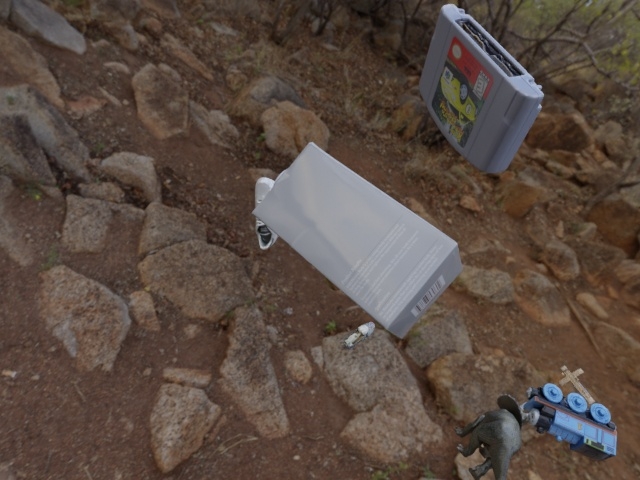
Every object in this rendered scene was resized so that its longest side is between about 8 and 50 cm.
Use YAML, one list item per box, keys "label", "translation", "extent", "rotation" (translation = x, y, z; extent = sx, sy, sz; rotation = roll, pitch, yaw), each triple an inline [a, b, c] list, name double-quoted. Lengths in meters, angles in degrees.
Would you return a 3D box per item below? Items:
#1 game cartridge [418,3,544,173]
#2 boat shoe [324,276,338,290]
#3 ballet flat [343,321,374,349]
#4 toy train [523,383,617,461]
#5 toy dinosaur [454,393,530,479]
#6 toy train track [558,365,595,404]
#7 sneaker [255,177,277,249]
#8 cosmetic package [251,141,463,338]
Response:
- label: "game cartridge"
  translation: [0.280, -0.277, 0.816]
  extent: [0.196, 0.060, 0.294]
  rotation: [90, -19, -55]
- label: "boat shoe"
  translation: [0.000, 0.000, 1.258]
  extent: [0.110, 0.104, 0.307]
  rotation: [16, 42, -62]
- label: "ballet flat"
  translation: [0.113, 0.277, 1.274]
  extent: [0.041, 0.114, 0.041]
  rotation: [50, -8, 9]
- label: "toy train"
  translation: [0.529, 0.384, 0.922]
  extent: [0.184, 0.080, 0.105]
  rotation: [22, 53, 13]
- label: "toy dinosaur"
  translation: [0.390, 0.437, 0.968]
  extent: [0.121, 0.160, 0.313]
  rotation: [45, 20, 20]
- label: "toy train track"
  translation: [0.476, 0.266, 0.806]
  extent: [0.014, 0.048, 0.083]
  rotation: [41, 16, -31]
- label: "sneaker"
  translation: [-0.173, -0.086, 1.397]
  extent: [0.095, 0.090, 0.235]
  rotation: [-63, 153, -58]
- label: "cosmetic package"
  translation: [0.042, -0.004, 0.547]
  extent: [0.238, 0.127, 0.107]
  rotation: [41, 0, 29]
